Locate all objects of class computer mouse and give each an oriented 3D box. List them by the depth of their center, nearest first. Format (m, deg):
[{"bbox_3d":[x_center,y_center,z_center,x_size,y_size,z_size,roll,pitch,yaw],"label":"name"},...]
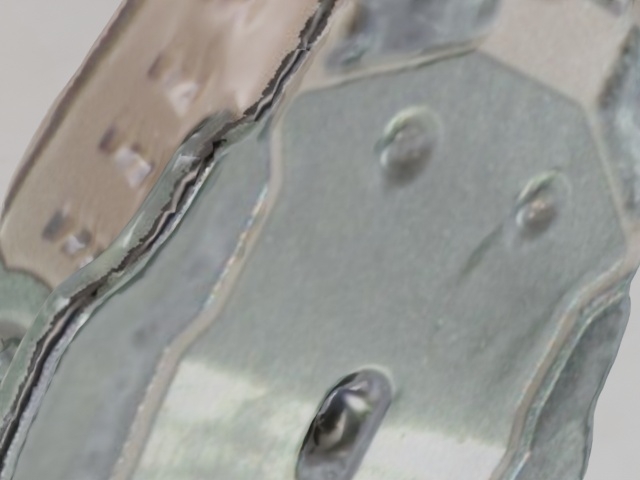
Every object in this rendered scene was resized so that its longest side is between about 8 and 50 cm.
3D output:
[{"bbox_3d":[-0.004,-0.001,0.435,0.199,0.389,0.115,22,-172,-44],"label":"computer mouse"}]
